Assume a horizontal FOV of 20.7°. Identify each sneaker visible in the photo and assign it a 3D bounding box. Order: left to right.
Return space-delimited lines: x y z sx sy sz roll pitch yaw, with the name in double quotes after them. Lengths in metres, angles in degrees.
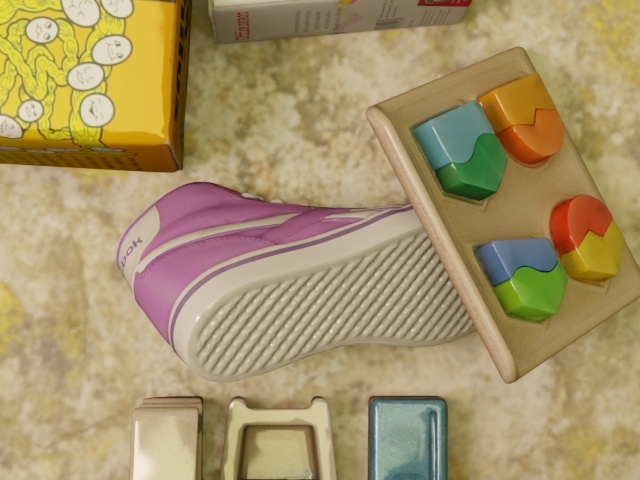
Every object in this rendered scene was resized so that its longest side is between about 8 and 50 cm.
0.000 -0.001 1.178 0.282 0.161 0.102 -7 120 -31 "sneaker"

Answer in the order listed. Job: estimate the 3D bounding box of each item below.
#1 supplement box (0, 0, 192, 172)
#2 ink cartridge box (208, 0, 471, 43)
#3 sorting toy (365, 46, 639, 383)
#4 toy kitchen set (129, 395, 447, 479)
-0.262 -0.155 1.127 0.357 0.195 0.194 3 88 -2 "supplement box"
0.011 -0.183 1.171 0.175 0.127 0.072 -5 87 -2 "ink cartridge box"
0.132 -0.026 1.144 0.038 0.208 0.193 -28 88 38 "sorting toy"
-0.016 0.165 1.137 0.207 0.166 0.122 0 88 -2 "toy kitchen set"
